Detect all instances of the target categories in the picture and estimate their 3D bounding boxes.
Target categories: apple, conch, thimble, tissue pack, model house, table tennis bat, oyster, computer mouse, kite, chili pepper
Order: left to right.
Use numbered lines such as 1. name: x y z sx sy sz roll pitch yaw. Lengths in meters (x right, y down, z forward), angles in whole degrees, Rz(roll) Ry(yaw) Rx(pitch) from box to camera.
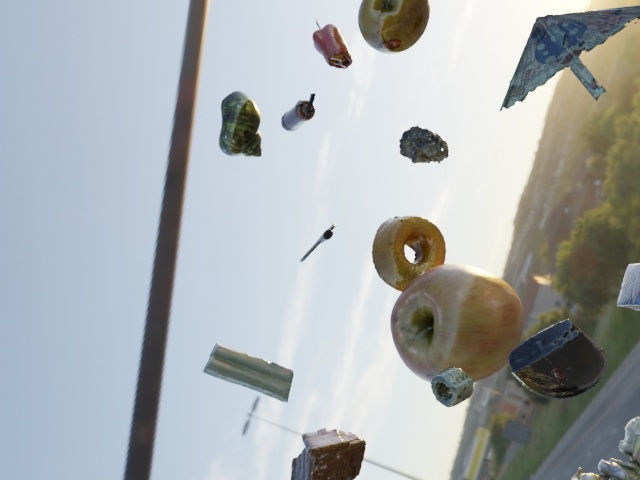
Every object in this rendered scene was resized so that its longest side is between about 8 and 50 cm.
1. conch: -0.236 -0.342 2.133 0.187 0.124 0.181 -54 -29 -19
2. table tennis bat: 0.000 0.000 1.767 0.131 0.022 0.234 -47 2 -13
3. chili pepper: 0.022 -0.546 1.903 0.084 0.192 0.086 -15 -30 -18
4. model house: 0.026 0.623 1.924 0.229 0.200 0.219 116 151 -42
5. apple: 0.176 -0.547 1.693 0.155 0.183 0.182 19 -92 -66
6. oyster: 0.298 -0.269 2.013 0.056 0.177 0.105 7 -67 -52
7. thimble: 0.312 0.346 1.644 0.062 0.084 0.110 -24 -2 -24
8. apple: 0.431 0.258 2.164 0.347 0.391 0.391 2 -72 -36
9. computer mouse: 0.522 0.274 1.485 0.170 0.100 0.269 -39 -42 18
10. kite: 0.580 -0.443 1.635 0.014 0.406 0.368 38 -153 -39
11. tissue pack: 0.785 0.111 1.689 0.155 0.065 0.115 48 -122 -83

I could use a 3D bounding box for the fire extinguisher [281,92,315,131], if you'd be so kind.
1. fire extinguisher: -0.046 -0.293 1.596 0.177 0.050 0.062 171 116 -71

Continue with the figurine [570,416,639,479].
1. figurine: 0.852 0.656 1.898 0.394 0.275 0.226 -59 -25 -8

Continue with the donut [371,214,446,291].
1. donut: 0.310 0.037 2.341 0.108 0.278 0.277 -33 26 58

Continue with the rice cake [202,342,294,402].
1. rice cake: -0.169 0.318 1.679 0.040 0.226 0.085 -48 24 48
